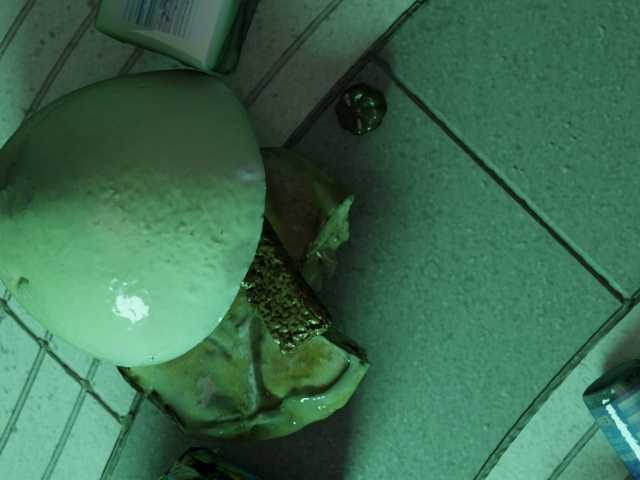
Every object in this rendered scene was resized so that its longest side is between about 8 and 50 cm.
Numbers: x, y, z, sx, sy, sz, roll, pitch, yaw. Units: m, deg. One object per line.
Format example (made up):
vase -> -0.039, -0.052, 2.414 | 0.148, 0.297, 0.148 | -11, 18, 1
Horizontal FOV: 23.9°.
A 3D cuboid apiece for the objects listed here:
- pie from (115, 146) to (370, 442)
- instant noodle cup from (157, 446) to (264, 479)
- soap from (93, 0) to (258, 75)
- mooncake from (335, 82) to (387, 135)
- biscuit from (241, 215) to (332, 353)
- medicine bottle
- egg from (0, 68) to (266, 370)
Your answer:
pie -> -0.091, 0.059, 1.654 | 0.338, 0.075, 0.337 | -2, 84, 23
instant noodle cup -> -0.111, 0.346, 1.646 | 0.178, 0.240, 0.240 | 32, 98, 10
soap -> -0.134, -0.288, 1.601 | 0.138, 0.182, 0.199 | 18, 97, 6
mooncake -> 0.007, 0.001, 1.684 | 0.150, 0.057, 0.346 | -2, 87, 29
biscuit -> -0.061, 0.025, 1.584 | 0.064, 0.034, 0.199 | -38, 70, 16
medicine bottle -> 0.372, 0.231, 1.647 | 0.083, 0.083, 0.203 | -35, 91, 8
egg -> -0.230, -0.031, 1.565 | 0.337, 0.201, 0.337 | -6, 81, 40
